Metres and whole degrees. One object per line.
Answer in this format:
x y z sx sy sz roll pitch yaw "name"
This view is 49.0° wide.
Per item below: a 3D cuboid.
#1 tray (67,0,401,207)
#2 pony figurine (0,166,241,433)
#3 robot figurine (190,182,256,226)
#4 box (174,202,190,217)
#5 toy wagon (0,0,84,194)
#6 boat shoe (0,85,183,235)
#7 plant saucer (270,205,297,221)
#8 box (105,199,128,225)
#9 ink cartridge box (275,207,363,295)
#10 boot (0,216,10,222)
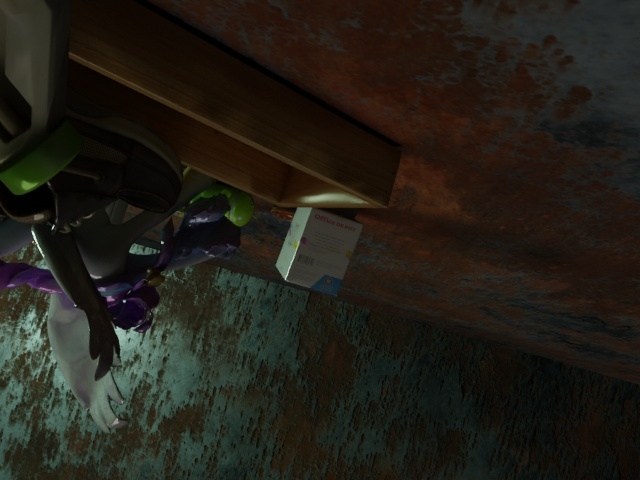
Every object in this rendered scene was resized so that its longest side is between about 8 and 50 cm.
-0.133 -0.135 0.715 0.411 0.076 0.202 24 168 -36 "tray"
-0.281 0.018 0.869 0.351 0.363 0.303 48 146 17 "pony figurine"
-0.167 -0.063 1.227 0.115 0.067 0.101 14 159 9 "robot figurine"
-0.271 -0.079 1.335 0.168 0.059 0.054 20 168 -24 "box"
-0.322 -0.103 0.417 0.344 0.068 0.267 -26 118 17 "toy wagon"
-0.257 -0.076 0.638 0.132 0.130 0.355 12 170 26 "boat shoe"
-0.050 -0.047 1.295 0.083 0.013 0.083 15 171 2 "plant saucer"
-0.580 -0.107 1.504 0.311 0.121 0.148 17 170 -6 "box"
0.000 0.000 1.133 0.092 0.143 0.090 19 -172 -18 "ink cartridge box"
-0.714 -0.148 1.246 0.338 0.118 0.222 33 178 20 "boot"
